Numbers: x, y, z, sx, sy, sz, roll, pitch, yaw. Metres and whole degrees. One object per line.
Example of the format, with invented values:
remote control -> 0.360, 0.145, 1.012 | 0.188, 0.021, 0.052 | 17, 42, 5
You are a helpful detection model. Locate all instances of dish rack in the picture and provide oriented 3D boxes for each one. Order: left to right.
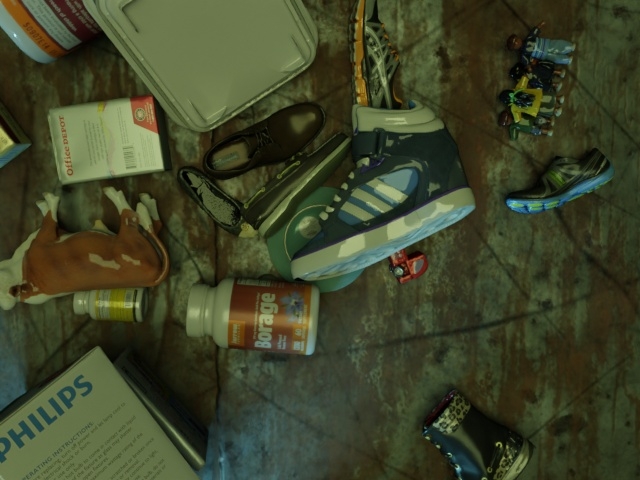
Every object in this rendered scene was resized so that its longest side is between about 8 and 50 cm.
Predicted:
dish rack -> -0.162, -0.324, 1.109 | 0.285, 0.072, 0.333 | -32, 136, 3

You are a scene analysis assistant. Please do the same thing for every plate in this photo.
plate -> 0.000, 0.000, 1.270 | 0.188, 0.024, 0.188 | 0, 97, -1

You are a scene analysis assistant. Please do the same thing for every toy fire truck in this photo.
toy fire truck -> 0.159, -0.035, 1.256 | 0.135, 0.047, 0.192 | -23, 98, -1

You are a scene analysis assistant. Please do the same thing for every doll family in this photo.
doll family -> 0.354, -0.266, 1.225 | 0.111, 0.076, 0.193 | 11, 91, 2

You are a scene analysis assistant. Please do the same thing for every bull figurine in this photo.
bull figurine -> -0.407, 0.015, 1.211 | 0.310, 0.101, 0.189 | -3, 80, -5

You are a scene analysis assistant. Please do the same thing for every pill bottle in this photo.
pill bottle -> -0.360, 0.106, 1.255 | 0.116, 0.065, 0.065 | 4, 96, -1
pill bottle -> -0.319, -0.460, 1.116 | 0.392, 0.224, 0.224 | -28, 96, 3
pill bottle -> -0.112, 0.126, 1.232 | 0.216, 0.121, 0.121 | 4, 96, -1

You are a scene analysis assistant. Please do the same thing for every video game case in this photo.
video game case -> -0.264, 0.272, 1.209 | 0.023, 0.193, 0.212 | -42, 95, -5

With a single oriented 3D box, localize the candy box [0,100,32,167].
candy box -> -0.671, -0.145, 1.211 | 0.316, 0.087, 0.183 | -35, 96, 3

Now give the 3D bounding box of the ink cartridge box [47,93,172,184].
ink cartridge box -> -0.350, -0.168, 1.221 | 0.175, 0.072, 0.128 | -7, 97, 0

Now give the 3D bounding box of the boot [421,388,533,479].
boot -> 0.238, 0.399, 1.290 | 0.178, 0.085, 0.236 | 39, 92, -1

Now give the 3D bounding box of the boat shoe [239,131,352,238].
boat shoe -> -0.039, -0.106, 1.227 | 0.068, 0.081, 0.228 | 43, 84, 13

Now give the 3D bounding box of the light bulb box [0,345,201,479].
light bulb box -> -0.381, 0.406, 1.125 | 0.358, 0.225, 0.361 | -30, 98, 45

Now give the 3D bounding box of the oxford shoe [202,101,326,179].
oxford shoe -> -0.092, -0.162, 1.216 | 0.227, 0.096, 0.083 | -29, 94, 1

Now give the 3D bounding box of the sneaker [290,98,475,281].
sneaker -> 0.067, -0.094, 1.178 | 0.322, 0.130, 0.236 | -25, 76, 10

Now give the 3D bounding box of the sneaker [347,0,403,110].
sneaker -> 0.091, -0.309, 1.213 | 0.083, 0.084, 0.215 | -5, 106, -2

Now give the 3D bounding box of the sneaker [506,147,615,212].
sneaker -> 0.405, -0.102, 1.252 | 0.188, 0.067, 0.078 | -23, 75, 3

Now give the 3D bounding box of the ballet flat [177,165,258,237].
ballet flat -> -0.178, -0.061, 1.247 | 0.173, 0.049, 0.057 | 39, 95, -5
